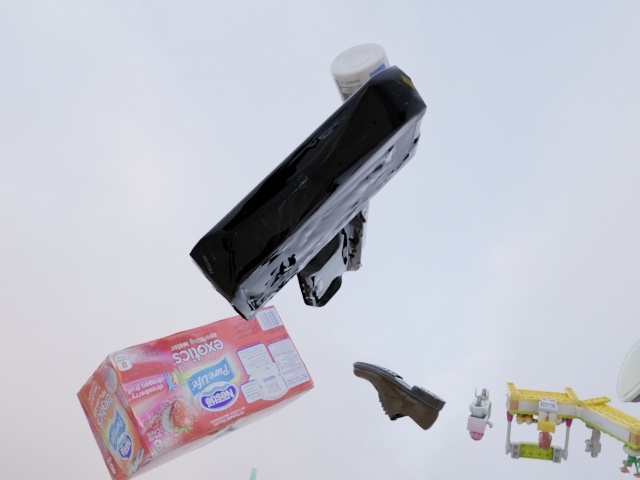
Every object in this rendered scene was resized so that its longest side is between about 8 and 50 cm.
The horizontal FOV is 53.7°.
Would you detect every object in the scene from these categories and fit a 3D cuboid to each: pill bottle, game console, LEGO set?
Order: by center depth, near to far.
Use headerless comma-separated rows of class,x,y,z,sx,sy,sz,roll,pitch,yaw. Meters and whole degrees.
game console,0.000,0.000,0.602,0.044,0.213,0.361,43,-12,14
LEGO set,0.344,0.273,0.847,0.287,0.132,0.107,8,-80,30
pill bottle,0.070,-0.191,0.867,0.078,0.078,0.137,-12,-49,17

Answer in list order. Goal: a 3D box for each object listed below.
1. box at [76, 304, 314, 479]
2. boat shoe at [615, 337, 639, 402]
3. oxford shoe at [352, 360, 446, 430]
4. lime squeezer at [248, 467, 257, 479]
box,-0.178,0.223,0.946,0.300,0.154,0.142,-13,-23,-46
boat shoe,0.703,0.217,1.266,0.091,0.109,0.305,18,-63,-5
oxford shoe,0.149,0.330,1.353,0.227,0.096,0.083,25,-2,39
lime squeezer,-0.152,0.552,1.286,0.059,0.310,0.110,4,-63,6
